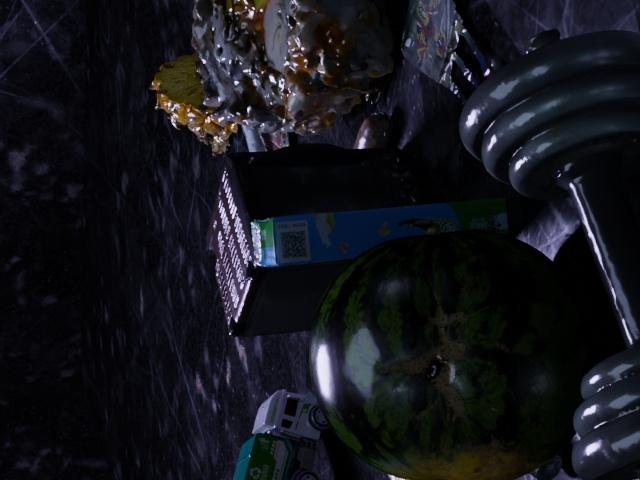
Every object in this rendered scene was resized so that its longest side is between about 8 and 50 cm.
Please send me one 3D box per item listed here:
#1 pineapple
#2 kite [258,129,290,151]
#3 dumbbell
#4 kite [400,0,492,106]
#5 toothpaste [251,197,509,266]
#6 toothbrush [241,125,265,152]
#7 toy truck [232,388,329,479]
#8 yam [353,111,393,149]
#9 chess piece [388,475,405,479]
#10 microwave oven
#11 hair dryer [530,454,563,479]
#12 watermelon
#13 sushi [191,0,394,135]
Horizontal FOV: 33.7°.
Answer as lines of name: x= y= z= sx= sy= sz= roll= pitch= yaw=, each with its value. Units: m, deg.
pineapple: x=-0.238 y=-0.236 z=1.950 sx=0.164 sy=0.140 sz=0.250 roll=96 pitch=158 yaw=-43
kite: x=-0.078 y=-0.254 z=1.717 sx=0.368 sy=0.014 sz=0.406 roll=148 pitch=115 yaw=-65
dumbbell: x=0.233 y=0.014 z=0.814 sx=0.179 sy=0.179 sz=0.406 roll=126 pitch=134 yaw=-59
kite: x=0.145 y=-0.212 z=1.181 sx=0.141 sy=0.015 sz=0.245 roll=102 pitch=153 yaw=-42
toothpaste: x=0.065 y=-0.009 z=1.096 sx=0.065 sy=0.266 sz=0.050 roll=173 pitch=92 yaw=-68
toothbrush: x=-0.128 y=-0.219 z=1.781 sx=0.035 sy=0.042 sz=0.413 roll=122 pitch=135 yaw=-56
toy truck: x=-0.064 y=0.356 z=1.613 sx=0.114 sy=0.124 sz=0.253 roll=133 pitch=153 yaw=-60
yam: x=0.046 y=-0.068 z=1.420 sx=0.264 sy=0.046 sz=0.046 roll=108 pitch=148 yaw=-47
chess piece: x=0.098 y=0.363 z=1.385 sx=0.090 sy=0.090 sz=0.200 roll=56 pitch=134 yaw=49
microwave oven: x=-0.001 y=-0.001 z=1.296 sx=0.188 sy=0.247 sz=0.178 roll=115 pitch=145 yaw=-50
hair dryer: x=0.186 y=0.253 z=1.172 sx=0.195 sy=0.075 sz=0.219 roll=40 pitch=143 yaw=47
watermelon: x=0.126 y=0.110 z=1.001 sx=0.269 sy=0.269 sz=0.269 roll=174 pitch=90 yaw=-68
sushi: x=-0.048 y=-0.334 z=1.404 sx=0.417 sy=0.176 sz=0.417 roll=174 pitch=90 yaw=-67
